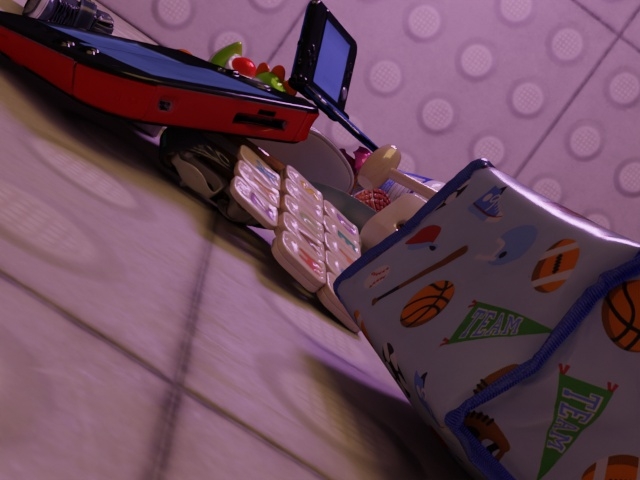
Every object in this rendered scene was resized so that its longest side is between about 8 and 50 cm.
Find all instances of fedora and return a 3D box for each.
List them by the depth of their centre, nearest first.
[{"bbox_3d":[-0.133,-0.116,1.383,0.194,0.079,0.194,33,1,-1],"label":"fedora"}]

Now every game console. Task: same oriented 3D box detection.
[{"bbox_3d":[-0.222,-0.221,1.249,0.342,0.060,0.387,33,19,34],"label":"game console"},{"bbox_3d":[0.068,-0.299,1.890,0.173,0.250,0.293,12,-3,18],"label":"game console"}]

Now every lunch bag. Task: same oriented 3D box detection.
[{"bbox_3d":[0.238,0.146,0.832,0.385,0.239,0.328,50,1,-19],"label":"lunch bag"}]

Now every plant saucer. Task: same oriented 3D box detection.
[{"bbox_3d":[0.034,-0.030,1.607,0.195,0.037,0.195,28,-16,8],"label":"plant saucer"}]

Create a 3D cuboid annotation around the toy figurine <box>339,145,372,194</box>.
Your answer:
[{"bbox_3d":[0.039,-0.110,1.823,0.173,0.159,0.130,38,7,27],"label":"toy figurine"}]

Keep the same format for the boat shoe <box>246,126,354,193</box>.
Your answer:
[{"bbox_3d":[-0.086,-0.175,1.630,0.335,0.112,0.095,27,15,-29],"label":"boat shoe"}]

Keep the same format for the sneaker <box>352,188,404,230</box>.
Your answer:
[{"bbox_3d":[0.088,-0.022,1.717,0.093,0.088,0.225,-7,-24,15],"label":"sneaker"}]

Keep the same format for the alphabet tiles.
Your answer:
[{"bbox_3d":[0.000,0.000,1.171,0.278,0.021,0.284,44,16,-17],"label":"alphabet tiles"}]

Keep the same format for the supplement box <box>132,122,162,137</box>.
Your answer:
[{"bbox_3d":[-0.265,-0.202,1.401,0.098,0.062,0.036,32,6,-29],"label":"supplement box"}]

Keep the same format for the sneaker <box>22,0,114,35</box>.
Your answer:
[{"bbox_3d":[-0.454,-0.407,1.765,0.163,0.086,0.226,30,7,-21],"label":"sneaker"}]

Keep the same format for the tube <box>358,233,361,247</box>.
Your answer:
[{"bbox_3d":[0.025,0.001,1.480,0.240,0.062,0.070,-114,-167,-86],"label":"tube"}]

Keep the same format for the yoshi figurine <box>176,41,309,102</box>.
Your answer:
[{"bbox_3d":[-0.176,-0.266,2.012,0.362,0.203,0.203,26,-34,37],"label":"yoshi figurine"}]

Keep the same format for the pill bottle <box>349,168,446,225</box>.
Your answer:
[{"bbox_3d":[0.185,-0.057,1.950,0.272,0.152,0.152,21,-5,43],"label":"pill bottle"}]

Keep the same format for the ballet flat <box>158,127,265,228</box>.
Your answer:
[{"bbox_3d":[-0.119,-0.064,1.197,0.203,0.074,0.074,39,5,-20],"label":"ballet flat"}]

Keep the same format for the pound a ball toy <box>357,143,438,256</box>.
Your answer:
[{"bbox_3d":[0.162,0.033,1.428,0.319,0.136,0.208,41,-23,29],"label":"pound a ball toy"}]
